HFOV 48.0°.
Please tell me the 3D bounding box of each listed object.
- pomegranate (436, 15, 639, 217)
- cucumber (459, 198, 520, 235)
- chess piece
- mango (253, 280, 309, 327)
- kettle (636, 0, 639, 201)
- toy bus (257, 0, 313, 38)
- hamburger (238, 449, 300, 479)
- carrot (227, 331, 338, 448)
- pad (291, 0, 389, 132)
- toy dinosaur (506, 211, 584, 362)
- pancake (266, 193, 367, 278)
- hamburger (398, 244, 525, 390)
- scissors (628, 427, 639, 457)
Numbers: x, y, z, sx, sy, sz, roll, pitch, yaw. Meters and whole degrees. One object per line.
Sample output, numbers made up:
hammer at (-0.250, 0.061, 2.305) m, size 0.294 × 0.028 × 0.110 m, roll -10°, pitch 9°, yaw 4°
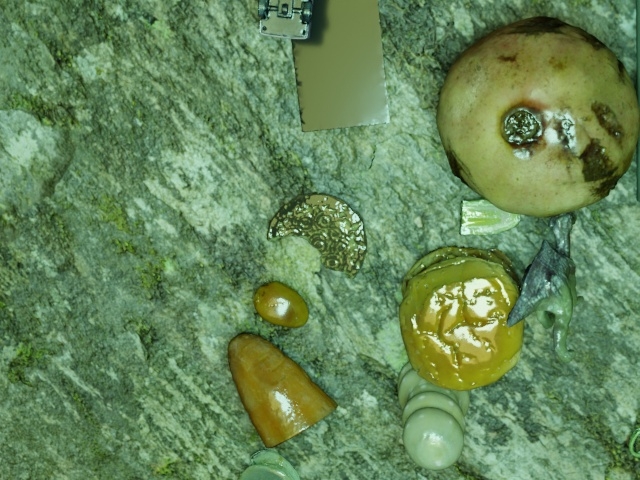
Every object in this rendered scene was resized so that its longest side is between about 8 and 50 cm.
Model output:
pomegranate at (0.344, -0.191, 1.151) m, size 0.321 × 0.322 × 0.323 m, roll 2°, pitch 102°, yaw 9°
cucumber at (0.306, -0.042, 1.307) m, size 0.107 × 0.035 × 0.067 m, roll 1°, pitch 91°, yaw 3°
chess piece at (0.198, 0.313, 1.283) m, size 0.142 × 0.261 × 0.143 m, roll 3°, pitch 104°, yaw 10°
mango at (-0.074, 0.127, 1.390) m, size 0.114 × 0.060 × 0.080 m, roll 38°, pitch 91°, yaw 2°
kettle at (0.666, -0.260, 1.120) m, size 0.360 × 0.250 × 0.377 m, roll -9°, pitch 98°, yaw -10°
toy bus at (-0.050, -0.449, 1.241) m, size 0.096 × 0.108 × 0.199 m, roll 7°, pitch 103°, yaw 4°
hamburger at (-0.107, 0.508, 1.474) m, size 0.133 × 0.062 × 0.140 m, roll 22°, pitch 106°, yaw 8°
carrot at (-0.094, 0.274, 1.395) m, size 0.159 × 0.159 × 0.225 m, roll -38°, pitch 80°, yaw 14°
pad at (0.031, -0.327, 1.307) m, size 0.170 × 0.006 × 0.246 m, roll -5°, pitch 100°, yaw 10°
toy dinosaur at (0.393, 0.072, 1.224) m, size 0.077 × 0.294 × 0.162 m, roll -12°, pitch 123°, yaw 35°
pancake at (0.000, 0.000, 1.373) m, size 0.184 × 0.020 × 0.191 m, roll -28°, pitch 95°, yaw 13°
hamburger at (0.252, 0.133, 1.278) m, size 0.244 × 0.163 × 0.245 m, roll 4°, pitch 101°, yaw 18°
scissors at (0.650, 0.323, 1.335) m, size 0.133 × 0.020 × 0.187 m, roll 2°, pitch 104°, yaw 5°
